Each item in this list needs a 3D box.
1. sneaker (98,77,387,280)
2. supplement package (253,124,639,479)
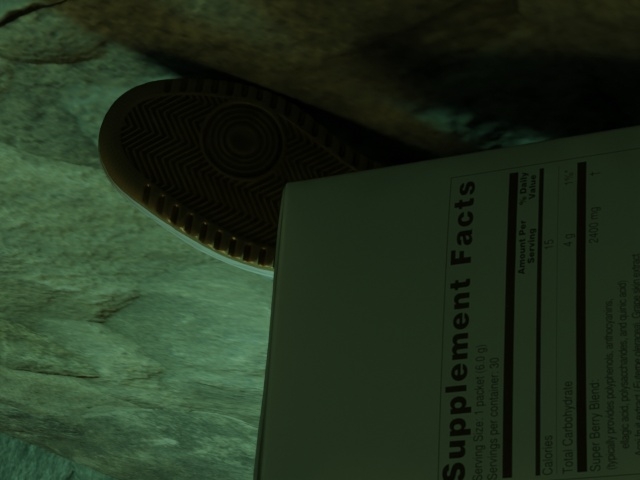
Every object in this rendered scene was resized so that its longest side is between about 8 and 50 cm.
[{"bbox_3d":[0.000,0.000,0.928,0.282,0.099,0.153,18,161,-7],"label":"sneaker"},{"bbox_3d":[0.141,0.066,0.717,0.293,0.175,0.177,-9,150,24],"label":"supplement package"}]
